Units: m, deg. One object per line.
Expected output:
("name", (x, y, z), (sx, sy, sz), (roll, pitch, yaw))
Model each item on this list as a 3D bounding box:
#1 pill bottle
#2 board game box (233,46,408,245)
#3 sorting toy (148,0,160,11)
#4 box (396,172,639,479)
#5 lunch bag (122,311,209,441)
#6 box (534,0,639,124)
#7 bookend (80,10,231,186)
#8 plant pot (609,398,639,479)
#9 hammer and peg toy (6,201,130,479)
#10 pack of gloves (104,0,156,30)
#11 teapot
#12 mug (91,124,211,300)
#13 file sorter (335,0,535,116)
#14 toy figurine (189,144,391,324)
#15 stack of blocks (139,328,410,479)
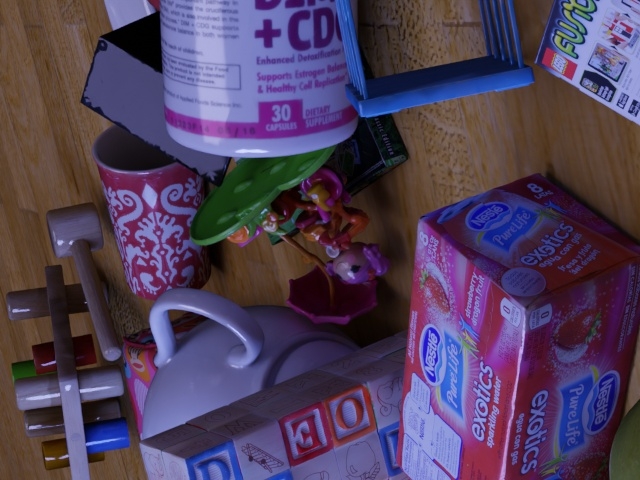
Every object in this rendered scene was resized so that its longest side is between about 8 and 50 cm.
("pill bottle", (-0.050, -0.221, 1.391), (0.160, 0.160, 0.283), (26, 123, 52))
("board game box", (-0.013, -0.092, 1.585), (0.136, 0.030, 0.259), (65, 152, 3))
("sorting toy", (-0.145, -0.334, 1.547), (0.255, 0.089, 0.257), (36, 136, 35))
("box", (0.148, 0.096, 1.325), (0.128, 0.122, 0.257), (42, 142, 40))
("lunch bag", (-0.101, 0.208, 1.833), (0.293, 0.120, 0.258), (-1, 104, 64))
("box", (0.199, -0.137, 1.057), (0.114, 0.036, 0.207), (32, 162, 9))
("bookend", (-0.107, -0.140, 1.599), (0.156, 0.157, 0.072), (31, 123, 14))
("plant pot", (0.332, 0.068, 0.873), (0.275, 0.274, 0.293), (50, 132, 31))
("hammer and peg toy", (-0.303, 0.155, 2.076), (0.266, 0.127, 0.361), (-111, 16, -56))
("pack of gloves", (-0.157, -0.293, 1.710), (0.195, 0.046, 0.232), (-2, 110, 49))
("teapot", (-0.026, 0.162, 1.572), (0.187, 0.256, 0.253), (-23, 75, 51))
("mug", (-0.161, -0.040, 1.834), (0.113, 0.150, 0.169), (7, 126, 19))
("file sorter", (0.071, -0.154, 1.232), (0.170, 0.118, 0.104), (-104, 2, -80))
("toy figurine", (0.000, 0.000, 1.529), (0.173, 0.130, 0.159), (-27, 116, 37))
("stack of blocks", (0.017, 0.197, 1.440), (0.087, 0.297, 0.171), (7, 113, 59))
